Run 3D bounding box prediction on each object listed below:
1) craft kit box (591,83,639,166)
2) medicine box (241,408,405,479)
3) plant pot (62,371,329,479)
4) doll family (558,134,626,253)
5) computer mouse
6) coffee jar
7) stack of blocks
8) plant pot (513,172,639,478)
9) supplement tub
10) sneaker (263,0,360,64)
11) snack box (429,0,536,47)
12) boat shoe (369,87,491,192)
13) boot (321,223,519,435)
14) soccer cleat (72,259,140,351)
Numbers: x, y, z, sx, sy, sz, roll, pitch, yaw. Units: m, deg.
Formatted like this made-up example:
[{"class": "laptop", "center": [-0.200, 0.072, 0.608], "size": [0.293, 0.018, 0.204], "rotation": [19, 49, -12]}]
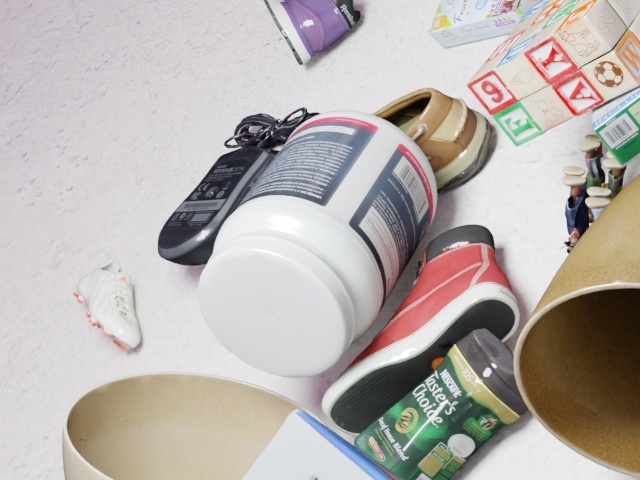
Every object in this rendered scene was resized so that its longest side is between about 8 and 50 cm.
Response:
[{"class": "craft kit box", "center": [0.381, -0.200, 1.563], "size": [0.250, 0.061, 0.246], "rotation": [-36, 15, 19]}, {"class": "medicine box", "center": [0.089, 0.307, 1.293], "size": [0.149, 0.289, 0.263], "rotation": [-55, 35, -3]}, {"class": "plant pot", "center": [-0.136, 0.285, 1.620], "size": [0.284, 0.284, 0.191], "rotation": [42, 126, 55]}, {"class": "doll family", "center": [0.275, -0.020, 1.544], "size": [0.076, 0.111, 0.193], "rotation": [11, 31, 23]}, {"class": "computer mouse", "center": [-0.104, -0.057, 2.042], "size": [0.188, 0.072, 0.272], "rotation": [5, 50, 52]}, {"class": "coffee jar", "center": [0.126, 0.177, 1.556], "size": [0.184, 0.079, 0.096], "rotation": [-44, 36, 8]}, {"class": "stack of blocks", "center": [0.297, -0.239, 1.629], "size": [0.171, 0.087, 0.297], "rotation": [-28, 17, 47]}, {"class": "plant pot", "center": [0.314, 0.040, 1.374], "size": [0.237, 0.237, 0.254], "rotation": [-19, 32, 37]}, {"class": "supplement tub", "center": [0.000, 0.000, 1.690], "size": [0.191, 0.191, 0.272], "rotation": [-19, 24, 37]}, {"class": "sneaker", "center": [-0.018, -0.357, 2.212], "size": [0.124, 0.107, 0.283], "rotation": [-29, 41, 4]}, {"class": "snack box", "center": [0.210, -0.299, 1.937], "size": [0.141, 0.037, 0.100], "rotation": [-7, 52, 45]}, {"class": "boat shoe", "center": [0.045, -0.096, 1.860], "size": [0.324, 0.120, 0.122], "rotation": [-27, 41, 29]}, {"class": "boot", "center": [0.098, 0.091, 1.673], "size": [0.244, 0.088, 0.176], "rotation": [-39, 28, 17]}, {"class": "soccer cleat", "center": [-0.279, 0.082, 2.103], "size": [0.076, 0.068, 0.196], "rotation": [-47, 32, -1]}]
